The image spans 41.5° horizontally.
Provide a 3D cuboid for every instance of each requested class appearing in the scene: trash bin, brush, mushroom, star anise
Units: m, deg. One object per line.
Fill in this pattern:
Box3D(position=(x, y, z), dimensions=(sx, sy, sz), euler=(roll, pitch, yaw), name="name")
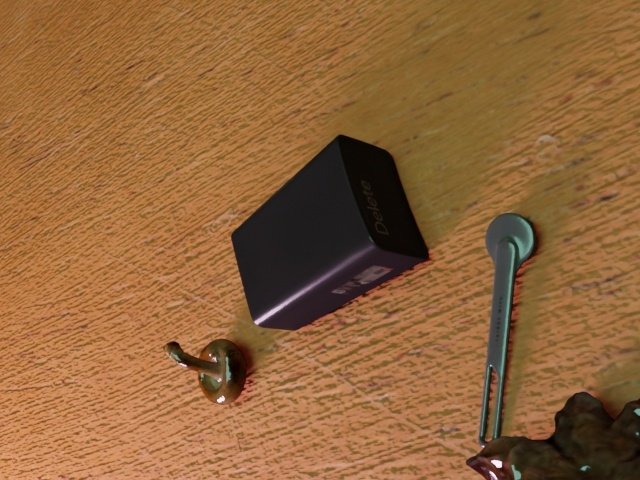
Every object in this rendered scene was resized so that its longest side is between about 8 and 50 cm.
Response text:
Box3D(position=(0.000, 0.000, 1.084), dimensions=(0.225, 0.115, 0.165), euler=(-35, 60, 32), name="trash bin")
Box3D(position=(0.204, 0.101, 0.952), dimensions=(0.062, 0.027, 0.266), euler=(6, 89, 41), name="brush")
Box3D(position=(-0.159, 0.173, 1.203), dimensions=(0.130, 0.073, 0.088), euler=(33, 122, 5), name="mushroom")
Box3D(position=(0.259, 0.238, 0.744), dimensions=(0.315, 0.315, 0.108), euler=(-16, 111, 37), name="star anise")
